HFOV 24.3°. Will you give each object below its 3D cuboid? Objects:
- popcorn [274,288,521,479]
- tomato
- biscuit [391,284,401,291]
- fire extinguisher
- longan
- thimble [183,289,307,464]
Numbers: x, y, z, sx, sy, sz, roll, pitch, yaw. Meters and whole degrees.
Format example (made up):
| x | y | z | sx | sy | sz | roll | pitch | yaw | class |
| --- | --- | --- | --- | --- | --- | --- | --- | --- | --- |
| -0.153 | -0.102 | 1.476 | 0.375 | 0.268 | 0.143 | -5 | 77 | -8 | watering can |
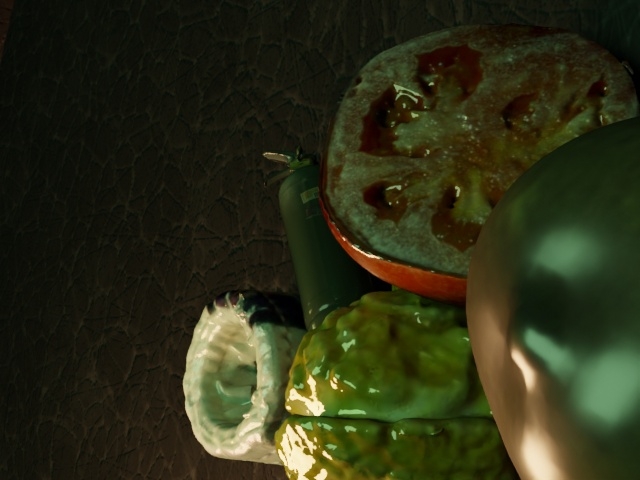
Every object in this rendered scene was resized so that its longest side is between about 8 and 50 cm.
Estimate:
| x | y | z | sx | sy | sz | roll | pitch | yaw | class |
| --- | --- | --- | --- | --- | --- | --- | --- | --- | --- |
| 0.100 | 0.178 | 1.489 | 0.282 | 0.282 | 0.247 | -121 | 12 | -47 | popcorn |
| 0.161 | -0.057 | 1.470 | 0.144 | 0.338 | 0.338 | 76 | 175 | -51 | tomato |
| 0.146 | 0.028 | 1.665 | 0.208 | 0.041 | 0.290 | 39 | 116 | 54 | biscuit |
| 0.000 | 0.000 | 1.842 | 0.095 | 0.114 | 0.311 | 73 | -175 | -53 | fire extinguisher |
| 0.277 | 0.077 | 1.152 | 0.361 | 0.361 | 0.361 | -21 | 65 | 56 | longan |
| -0.063 | 0.177 | 1.869 | 0.237 | 0.150 | 0.237 | -18 | 68 | 55 | thimble |
